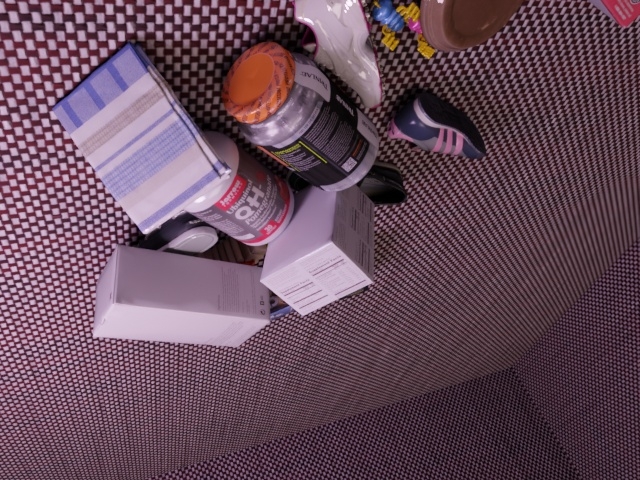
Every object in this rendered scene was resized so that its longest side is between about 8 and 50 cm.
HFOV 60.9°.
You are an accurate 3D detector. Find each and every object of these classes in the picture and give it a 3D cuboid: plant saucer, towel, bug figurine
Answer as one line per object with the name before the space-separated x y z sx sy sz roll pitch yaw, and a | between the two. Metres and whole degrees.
plant saucer | 0.305 -0.474 1.013 0.278 0.041 0.278 -27 148 -18
towel | -0.316 -0.175 0.966 0.209 0.285 0.034 -35 -175 12
bug figurine | 0.215 -0.476 1.024 0.279 0.072 0.216 -48 148 16

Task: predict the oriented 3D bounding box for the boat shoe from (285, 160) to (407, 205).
boat shoe | 0.080 -0.133 1.374 0.340 0.113 0.127 3 138 -35

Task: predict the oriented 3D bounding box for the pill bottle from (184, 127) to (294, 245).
pill bottle | -0.209 -0.120 1.149 0.176 0.176 0.318 -36 145 15

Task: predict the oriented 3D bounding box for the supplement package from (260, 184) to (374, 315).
supplement package | 0.000 0.000 1.240 0.204 0.262 0.145 -29 123 28

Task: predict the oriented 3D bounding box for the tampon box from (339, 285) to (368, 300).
tampon box | 0.079 0.082 1.658 0.101 0.120 0.161 -19 146 -9

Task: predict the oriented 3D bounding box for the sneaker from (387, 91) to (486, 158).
sneaker | 0.295 -0.265 1.365 0.319 0.112 0.131 17 144 -42

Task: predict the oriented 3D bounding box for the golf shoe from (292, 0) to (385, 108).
golf shoe | 0.042 -0.371 1.055 0.140 0.115 0.306 -16 144 10

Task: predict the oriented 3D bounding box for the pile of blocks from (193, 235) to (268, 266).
pile of blocks | -0.179 0.043 1.447 0.362 0.112 0.149 -28 146 5

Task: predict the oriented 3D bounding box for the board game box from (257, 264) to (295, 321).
board game box | -0.159 0.152 1.560 0.243 0.165 0.042 -23 146 -4

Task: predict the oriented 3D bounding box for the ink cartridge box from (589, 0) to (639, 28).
ink cartridge box | 0.631 -0.641 1.000 0.279 0.160 0.384 13 130 -44

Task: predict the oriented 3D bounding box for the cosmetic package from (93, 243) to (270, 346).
cosmetic package | -0.325 0.144 1.290 0.366 0.155 0.197 13 145 -31

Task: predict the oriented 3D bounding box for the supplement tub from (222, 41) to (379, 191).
supplement tub | -0.034 -0.239 1.086 0.193 0.193 0.316 -38 145 17

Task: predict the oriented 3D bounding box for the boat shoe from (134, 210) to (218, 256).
boat shoe | -0.367 0.009 1.299 0.303 0.091 0.114 -23 153 22
